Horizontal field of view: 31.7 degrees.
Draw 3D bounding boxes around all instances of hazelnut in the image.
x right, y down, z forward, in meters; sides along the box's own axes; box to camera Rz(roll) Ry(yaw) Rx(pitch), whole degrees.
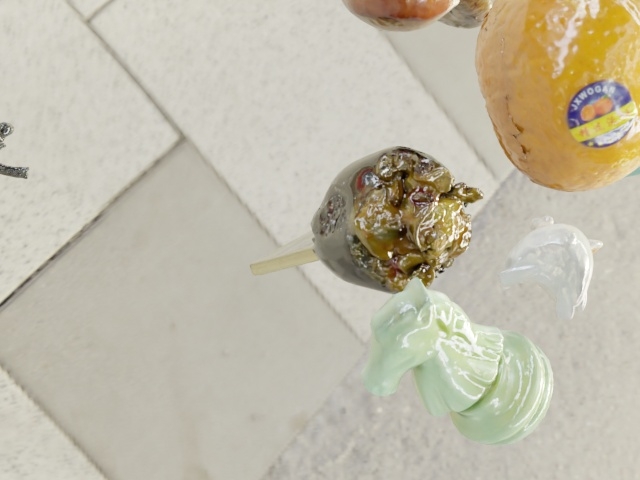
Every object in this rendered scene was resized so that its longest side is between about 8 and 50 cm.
[{"bbox_3d":[0.112,-0.409,1.675,0.176,0.214,0.214,-28,93,-27],"label":"hazelnut"}]

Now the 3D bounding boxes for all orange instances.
[{"bbox_3d":[0.248,-0.158,1.100,0.193,0.219,0.219,-28,94,0],"label":"orange"}]

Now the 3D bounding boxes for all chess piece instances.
[{"bbox_3d":[0.174,0.170,1.578,0.298,0.176,0.175,29,63,-35],"label":"chess piece"}]

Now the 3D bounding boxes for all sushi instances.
[{"bbox_3d":[0.117,-0.027,1.666,0.200,0.204,0.213,14,90,-28],"label":"sushi"}]

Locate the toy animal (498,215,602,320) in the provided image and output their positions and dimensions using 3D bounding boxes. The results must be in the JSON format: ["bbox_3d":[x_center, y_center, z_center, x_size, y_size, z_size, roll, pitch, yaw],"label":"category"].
[{"bbox_3d":[0.375,0.039,1.813,0.141,0.282,0.138,23,96,11],"label":"toy animal"}]

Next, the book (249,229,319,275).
[{"bbox_3d":[0.000,0.000,1.998,0.231,0.161,0.026,-31,103,-53],"label":"book"}]

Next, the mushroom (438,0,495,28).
[{"bbox_3d":[0.181,-0.488,2.065,0.263,0.283,0.195,21,69,-49],"label":"mushroom"}]

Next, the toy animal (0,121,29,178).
[{"bbox_3d":[-0.501,-0.129,1.555,0.233,0.148,0.084,-13,108,-65],"label":"toy animal"}]

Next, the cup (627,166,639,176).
[{"bbox_3d":[0.453,-0.157,1.544,0.134,0.236,0.148,-81,154,-55],"label":"cup"}]
